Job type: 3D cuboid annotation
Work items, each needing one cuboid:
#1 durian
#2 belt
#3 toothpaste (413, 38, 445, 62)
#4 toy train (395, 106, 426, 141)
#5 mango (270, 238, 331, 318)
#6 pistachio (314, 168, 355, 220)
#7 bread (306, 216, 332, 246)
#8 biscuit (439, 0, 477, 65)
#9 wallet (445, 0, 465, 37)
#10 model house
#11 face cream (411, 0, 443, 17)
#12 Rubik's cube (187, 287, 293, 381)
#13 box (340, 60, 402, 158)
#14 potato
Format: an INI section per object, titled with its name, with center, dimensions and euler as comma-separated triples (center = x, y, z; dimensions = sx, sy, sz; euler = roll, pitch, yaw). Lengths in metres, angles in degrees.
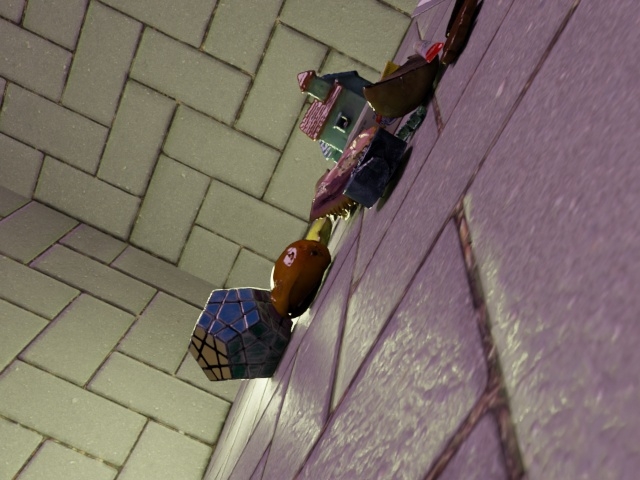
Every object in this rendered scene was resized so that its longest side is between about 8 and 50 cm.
[durian]
center = 0.094, -0.172, 1.622
dimensions = 0.341, 0.112, 0.191
euler = -48, 6, 49
[belt]
center = 0.110, -0.142, 1.291
dimensions = 0.141, 0.082, 0.190
euler = -63, 2, -20
[toothpaste]
center = 0.223, -0.401, 1.365
dimensions = 0.048, 0.031, 0.190
euler = -48, 15, 14
[toy train]
center = 0.184, -0.233, 1.306
dimensions = 0.045, 0.029, 0.092
euler = -48, -3, -34
[mango]
center = -0.059, 0.102, 1.753
dimensions = 0.156, 0.151, 0.249
euler = -21, -39, -46
[pistachio]
center = 0.048, -0.131, 1.852
dimensions = 0.223, 0.126, 0.152
euler = -104, 6, -77
[bread]
center = 0.000, 0.000, 2.156
dimensions = 0.188, 0.065, 0.149
euler = -60, 15, 17
[biscuit]
center = 0.266, -0.399, 1.247
dimensions = 0.124, 0.026, 0.175
euler = 114, 179, -50
[wallet]
center = 0.328, -0.563, 1.439
dimensions = 0.122, 0.031, 0.232
euler = 118, 176, -62
[model house]
center = 0.053, -0.421, 2.119
dimensions = 0.295, 0.329, 0.252
euler = -61, 8, 20
[face cream]
center = 0.329, -0.673, 1.392
dimensions = 0.234, 0.137, 0.420
euler = -14, 47, 50
[Rubik's cube]
center = -0.237, 0.282, 1.950
dimensions = 0.264, 0.319, 0.319
euler = 75, -148, -52
[box]
center = 0.159, -0.332, 1.767
dimensions = 0.265, 0.097, 0.168
euler = -61, 5, 36
[potato]
center = 0.202, -0.325, 1.384
dimensions = 0.120, 0.100, 0.261
euler = -4, 25, 35
